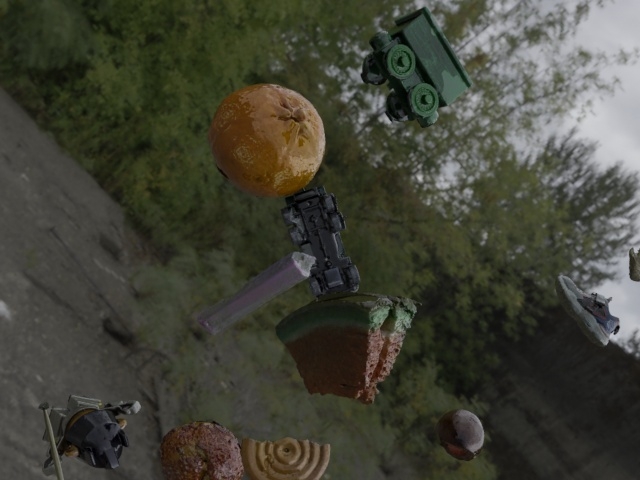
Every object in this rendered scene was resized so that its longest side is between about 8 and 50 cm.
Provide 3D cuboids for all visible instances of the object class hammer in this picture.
[{"bbox_3d":[-0.510,0.408,1.440,0.062,0.013,0.198,134,-60,-74],"label":"hammer"}]

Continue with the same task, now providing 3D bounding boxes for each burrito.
[{"bbox_3d":[0.754,0.059,1.774,0.149,0.055,0.041,50,29,-54],"label":"burrito"}]

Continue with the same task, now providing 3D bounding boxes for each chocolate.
[{"bbox_3d":[0.340,0.476,1.823,0.133,0.124,0.127,137,-46,-81],"label":"chocolate"}]

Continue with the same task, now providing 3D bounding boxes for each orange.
[{"bbox_3d":[-0.145,-0.293,2.161,0.340,0.340,0.293,50,-43,-1],"label":"orange"}]

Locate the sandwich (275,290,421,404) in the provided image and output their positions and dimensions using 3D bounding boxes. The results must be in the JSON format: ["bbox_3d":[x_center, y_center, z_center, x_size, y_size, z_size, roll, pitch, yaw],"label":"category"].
[{"bbox_3d":[0.035,0.192,1.415,0.292,0.212,0.109,8,5,39],"label":"sandwich"}]

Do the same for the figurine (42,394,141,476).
[{"bbox_3d":[-0.651,0.540,2.105,0.143,0.308,0.308,53,-2,-33],"label":"figurine"}]

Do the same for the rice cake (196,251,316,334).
[{"bbox_3d":[-0.180,0.145,2.005,0.070,0.399,0.064,42,30,-27],"label":"rice cake"}]

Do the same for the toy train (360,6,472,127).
[{"bbox_3d":[0.228,-0.418,1.863,0.266,0.202,0.145,54,-21,-18],"label":"toy train"}]

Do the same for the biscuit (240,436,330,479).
[{"bbox_3d":[-0.090,0.558,1.852,0.224,0.144,0.033,9,-11,-8],"label":"biscuit"}]

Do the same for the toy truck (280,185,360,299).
[{"bbox_3d":[0.001,0.001,2.265,0.178,0.177,0.363,102,-30,-84],"label":"toy truck"}]

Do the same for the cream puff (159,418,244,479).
[{"bbox_3d":[-0.326,0.602,2.028,0.240,0.240,0.164,50,19,1],"label":"cream puff"}]

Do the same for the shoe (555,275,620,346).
[{"bbox_3d":[0.754,0.178,2.089,0.227,0.126,0.099,58,2,16],"label":"shoe"}]
